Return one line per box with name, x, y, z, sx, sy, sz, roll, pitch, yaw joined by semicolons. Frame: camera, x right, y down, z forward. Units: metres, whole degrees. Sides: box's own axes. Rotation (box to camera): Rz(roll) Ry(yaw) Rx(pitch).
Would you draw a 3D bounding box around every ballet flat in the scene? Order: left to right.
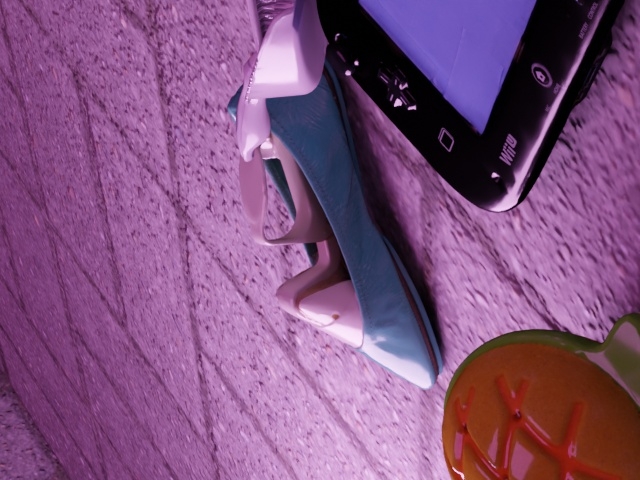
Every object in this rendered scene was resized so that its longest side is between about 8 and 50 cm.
ballet flat;0.000;0.000;1.238;0.083;0.087;0.247;15;129;66

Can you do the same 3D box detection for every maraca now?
maraca;0.138;0.101;0.995;0.185;0.099;0.127;-23;99;46

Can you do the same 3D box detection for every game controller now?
game controller;0.071;-0.133;0.902;0.166;0.067;0.319;58;161;19

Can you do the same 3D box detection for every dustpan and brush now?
dustpan and brush;-0.027;-0.116;1.100;0.211;0.060;0.147;85;-169;-52
